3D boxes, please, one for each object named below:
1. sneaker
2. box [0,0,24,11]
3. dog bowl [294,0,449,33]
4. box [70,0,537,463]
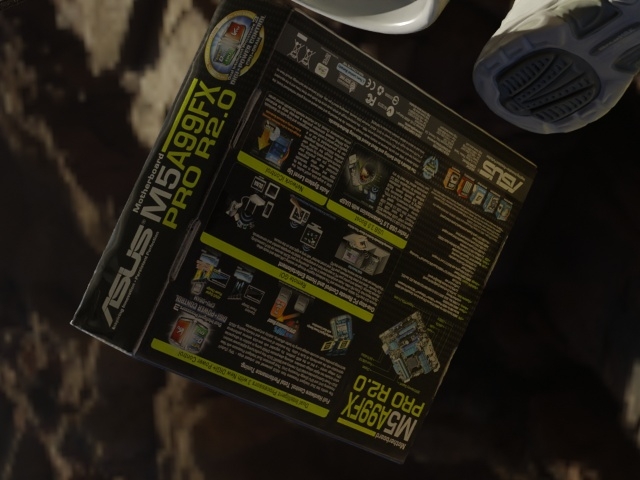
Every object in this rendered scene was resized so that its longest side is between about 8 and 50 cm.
[{"bbox_3d":[0.179,-0.150,1.048,0.232,0.090,0.115,-22,-139,38],"label":"sneaker"},{"bbox_3d":[-0.146,-0.178,0.960,0.207,0.114,0.036,-28,-175,-28],"label":"box"},{"bbox_3d":[-0.009,-0.254,1.271,0.265,0.265,0.104,25,-106,30],"label":"dog bowl"},{"bbox_3d":[0.000,0.000,1.196,0.060,0.216,0.270,23,178,42],"label":"box"}]
